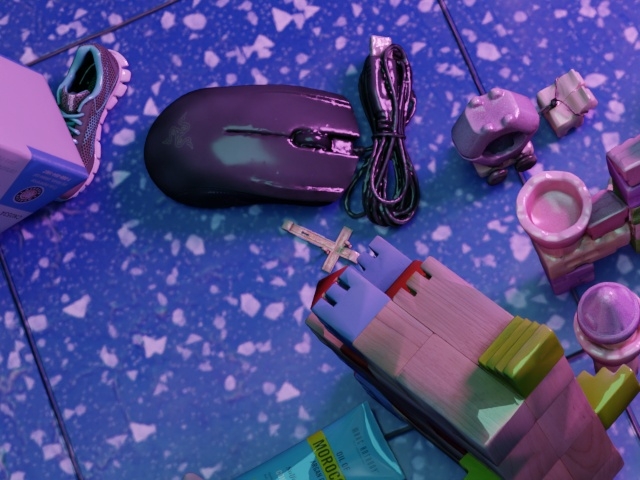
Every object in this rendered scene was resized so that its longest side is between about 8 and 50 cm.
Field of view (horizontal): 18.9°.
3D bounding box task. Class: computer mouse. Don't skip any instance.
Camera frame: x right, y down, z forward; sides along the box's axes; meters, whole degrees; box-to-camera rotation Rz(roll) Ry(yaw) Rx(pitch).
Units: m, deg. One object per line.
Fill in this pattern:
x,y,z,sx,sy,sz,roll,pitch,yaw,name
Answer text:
-0.044,-0.103,1.856,0.272,0.072,0.188,-4,75,9,computer mouse

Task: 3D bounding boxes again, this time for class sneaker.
-0.244,-0.122,1.892,0.065,0.076,0.166,13,77,14,sneaker

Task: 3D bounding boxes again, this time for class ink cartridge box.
-0.409,-0.051,1.792,0.307,0.223,0.129,-31,73,14,ink cartridge box

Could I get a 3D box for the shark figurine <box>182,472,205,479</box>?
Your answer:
0.000,0.315,1.704,0.278,0.116,0.166,11,94,-3,shark figurine

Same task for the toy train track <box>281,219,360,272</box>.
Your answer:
0.000,0.000,1.850,0.083,0.014,0.048,25,80,16,toy train track

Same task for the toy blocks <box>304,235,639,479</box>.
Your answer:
0.107,0.110,1.638,0.261,0.381,0.190,37,82,29,toy blocks

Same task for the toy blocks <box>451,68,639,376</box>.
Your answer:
0.291,-0.078,1.678,0.289,0.260,0.309,-26,66,0,toy blocks

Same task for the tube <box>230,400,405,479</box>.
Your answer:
-0.032,0.229,1.778,0.207,0.052,0.080,-26,89,-2,tube
